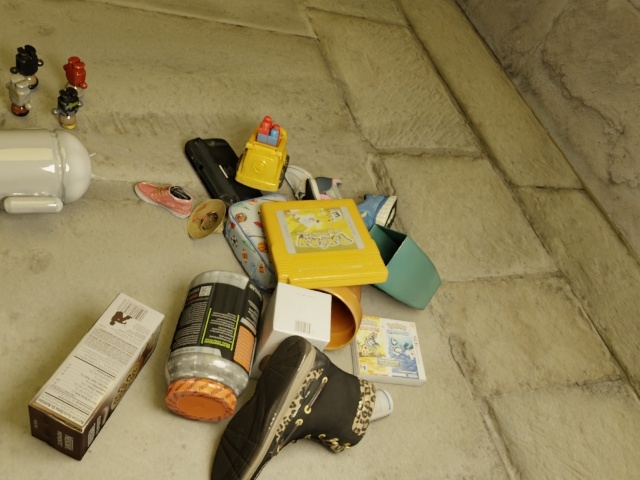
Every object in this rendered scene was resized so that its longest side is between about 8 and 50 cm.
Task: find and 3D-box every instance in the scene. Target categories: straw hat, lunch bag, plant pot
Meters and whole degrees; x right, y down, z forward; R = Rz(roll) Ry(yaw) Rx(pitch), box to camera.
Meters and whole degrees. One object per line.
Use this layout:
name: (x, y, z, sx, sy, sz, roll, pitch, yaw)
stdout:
straw hat: (-0.312, -0.049, 1.584, 0.061, 0.144, 0.144, 47, 29, -45)
lunch bag: (-0.125, 0.006, 1.602, 0.243, 0.115, 0.303, -16, 60, -38)
plant pot: (0.233, 0.096, 1.617, 0.234, 0.165, 0.166, 39, 83, -30)
plant pot: (0.028, 0.160, 1.494, 0.205, 0.205, 0.188, 31, 36, 1)

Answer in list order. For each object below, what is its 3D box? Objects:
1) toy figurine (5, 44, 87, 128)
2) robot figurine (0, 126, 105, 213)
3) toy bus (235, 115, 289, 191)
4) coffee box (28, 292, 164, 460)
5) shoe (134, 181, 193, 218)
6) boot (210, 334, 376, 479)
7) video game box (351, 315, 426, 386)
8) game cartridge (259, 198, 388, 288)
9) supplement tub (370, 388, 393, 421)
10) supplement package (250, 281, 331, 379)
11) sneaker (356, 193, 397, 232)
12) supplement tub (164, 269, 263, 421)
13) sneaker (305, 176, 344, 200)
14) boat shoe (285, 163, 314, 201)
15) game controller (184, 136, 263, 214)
toy figurine: (-0.815, -0.452, 1.638, 0.213, 0.148, 0.209, 7, 56, -24)
robot figurine: (-0.747, -0.183, 1.395, 0.353, 0.200, 0.300, -7, 57, -30)
toy bus: (-0.166, -0.291, 1.698, 0.149, 0.211, 0.220, 14, 35, -2)
coffee box: (-0.466, 0.283, 1.161, 0.119, 0.168, 0.297, 28, 46, -2)
shoe: (-0.450, -0.136, 1.583, 0.178, 0.081, 0.063, 29, 46, -1)
boot: (-0.049, 0.426, 1.231, 0.284, 0.138, 0.377, 34, 80, -37)
video game box: (0.186, 0.308, 1.543, 0.205, 0.048, 0.187, 10, 46, -19)
game cartridge: (0.000, 0.000, 1.474, 0.285, 0.052, 0.323, -4, 38, -15)
supplement tub: (0.125, 0.424, 1.397, 0.107, 0.071, 0.071, -5, 55, -30)
supplement package: (-0.079, 0.236, 1.335, 0.139, 0.244, 0.134, 15, 47, -13)
sneaker: (0.131, -0.030, 1.768, 0.147, 0.130, 0.330, 16, 49, 19)
supplement tub: (-0.248, 0.242, 1.283, 0.193, 0.193, 0.316, 18, 46, -12)
sneaker: (0.051, -0.067, 1.679, 0.131, 0.112, 0.319, -8, 64, -17)
boat shoe: (-0.044, -0.161, 1.801, 0.226, 0.083, 0.076, 40, 46, 9)
game controller: (-0.303, -0.210, 1.744, 0.166, 0.067, 0.319, -6, 55, -48)
